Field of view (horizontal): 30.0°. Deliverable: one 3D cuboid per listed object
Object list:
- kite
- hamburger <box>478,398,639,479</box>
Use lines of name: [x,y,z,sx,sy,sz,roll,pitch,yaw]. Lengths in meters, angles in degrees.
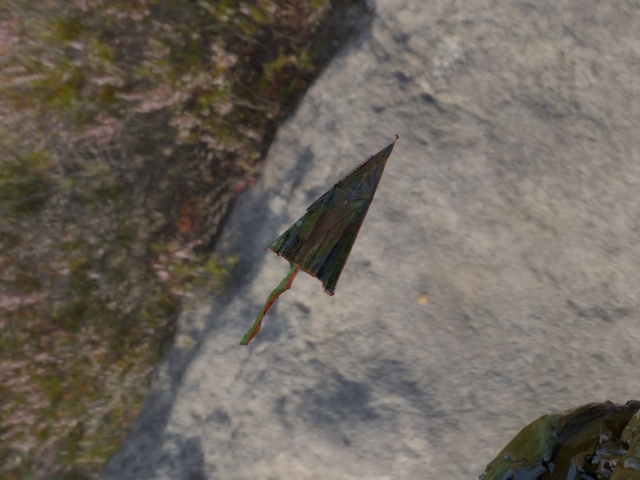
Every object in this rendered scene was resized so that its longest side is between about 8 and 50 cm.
kite: [0.000,0.000,0.724,0.010,0.190,0.159,40,88,-14]
hamburger: [0.147,0.150,0.480,0.113,0.185,0.177,-36,48,38]
